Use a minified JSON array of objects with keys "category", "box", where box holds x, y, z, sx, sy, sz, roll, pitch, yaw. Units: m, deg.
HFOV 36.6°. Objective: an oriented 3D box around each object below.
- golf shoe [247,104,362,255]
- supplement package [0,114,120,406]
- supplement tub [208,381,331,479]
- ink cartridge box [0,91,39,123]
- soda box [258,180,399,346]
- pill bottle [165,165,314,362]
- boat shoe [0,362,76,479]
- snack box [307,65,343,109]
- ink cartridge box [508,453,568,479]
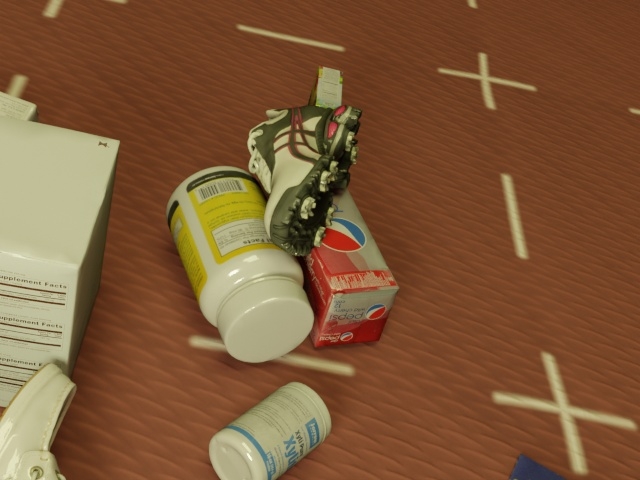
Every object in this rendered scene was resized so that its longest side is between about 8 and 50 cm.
[{"category":"golf shoe","box":[-0.034,-0.072,1.087,0.120,0.105,0.273,11,31,8]},{"category":"supplement package","box":[-0.293,0.021,0.934,0.149,0.203,0.194,12,39,-8]},{"category":"supplement tub","box":[-0.048,0.191,0.933,0.071,0.071,0.107,38,45,23]},{"category":"ink cartridge box","box":[-0.467,-0.101,1.146,0.181,0.056,0.224,21,58,3]},{"category":"soda box","box":[0.000,0.000,1.153,0.083,0.092,0.263,-2,43,-22]},{"category":"pill bottle","box":[-0.089,0.025,1.071,0.119,0.119,0.208,-5,45,-25]},{"category":"boat shoe","box":[-0.249,0.230,0.799,0.096,0.098,0.277,19,50,-3]},{"category":"snack box","box":[-0.006,-0.144,1.279,0.037,0.141,0.100,13,40,-6]},{"category":"ink cartridge box","box":[0.279,0.352,0.874,0.304,0.072,0.307,28,42,12]}]
